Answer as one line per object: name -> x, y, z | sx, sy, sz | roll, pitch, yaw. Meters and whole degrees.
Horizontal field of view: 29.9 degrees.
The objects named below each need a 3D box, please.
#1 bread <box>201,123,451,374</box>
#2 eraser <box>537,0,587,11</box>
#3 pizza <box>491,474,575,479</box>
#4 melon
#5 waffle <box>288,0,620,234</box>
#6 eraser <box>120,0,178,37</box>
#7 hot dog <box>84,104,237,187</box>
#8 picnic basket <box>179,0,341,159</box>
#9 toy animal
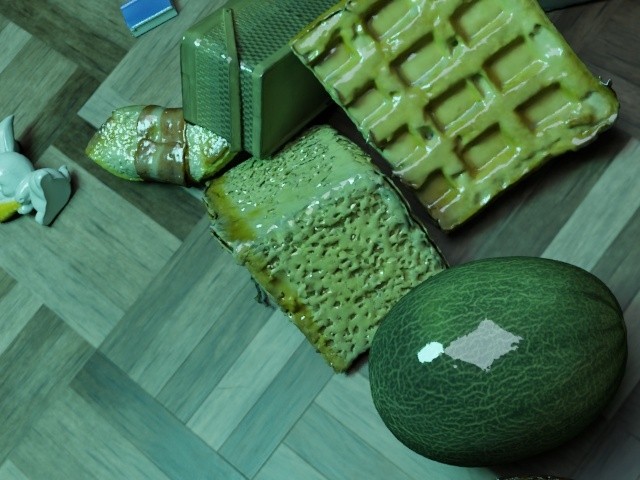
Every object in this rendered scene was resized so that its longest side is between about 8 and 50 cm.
bread -> 0.000, 0.000, 1.655 | 0.248, 0.279, 0.315 | -36, 15, 2
eraser -> 0.299, -0.432, 1.654 | 0.331, 0.331, 0.150 | -8, 61, 19
pizza -> 0.261, 0.367, 1.374 | 0.185, 0.052, 0.195 | 8, 65, 18
melon -> 0.208, 0.138, 1.396 | 0.302, 0.237, 0.237 | -19, 60, 13
waffle -> 0.175, -0.216, 1.551 | 0.304, 0.077, 0.348 | -37, 101, 9
eraser -> -0.283, -0.382, 1.978 | 0.085, 0.027, 0.063 | -27, 60, 8
hot dog -> -0.220, -0.143, 1.797 | 0.262, 0.093, 0.123 | 8, 85, 23
picnic basket -> -0.066, -0.254, 1.690 | 0.139, 0.165, 0.267 | 28, 49, 23
toy animal -> -0.477, -0.102, 1.902 | 0.182, 0.131, 0.127 | 29, 47, 24
